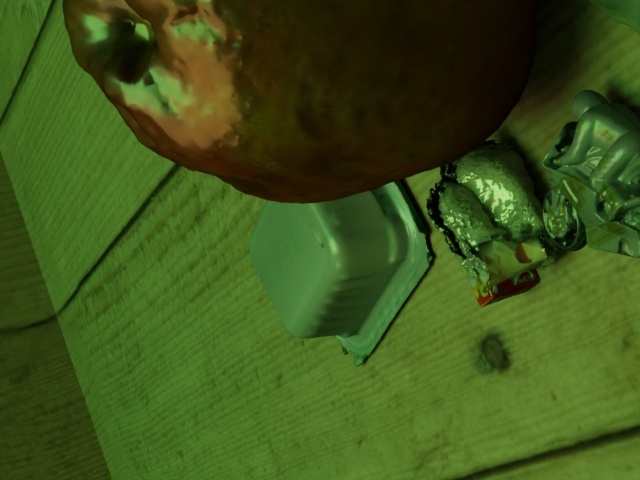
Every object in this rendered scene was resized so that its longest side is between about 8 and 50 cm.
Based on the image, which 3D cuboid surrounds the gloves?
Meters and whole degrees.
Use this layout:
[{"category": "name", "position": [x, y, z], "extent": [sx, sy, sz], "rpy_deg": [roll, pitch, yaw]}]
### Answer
[{"category": "gloves", "position": [0.171, -0.026, 1.364], "extent": [0.070, 0.114, 0.153], "rpy_deg": [60, -172, -75]}]

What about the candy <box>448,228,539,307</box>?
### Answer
[{"category": "candy", "position": [0.177, 0.004, 1.418], "extent": [0.122, 0.062, 0.038], "rpy_deg": [67, 154, 13]}]

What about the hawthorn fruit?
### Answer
[{"category": "hawthorn fruit", "position": [-0.025, -0.252, 1.260], "extent": [0.472, 0.472, 0.472], "rpy_deg": [40, 138, 49]}]

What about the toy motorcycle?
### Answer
[{"category": "toy motorcycle", "position": [0.266, -0.062, 1.198], "extent": [0.225, 0.073, 0.152], "rpy_deg": [1, 103, 63]}]

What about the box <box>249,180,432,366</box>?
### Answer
[{"category": "box", "position": [0.000, 0.000, 1.715], "extent": [0.264, 0.106, 0.336], "rpy_deg": [63, 151, 23]}]

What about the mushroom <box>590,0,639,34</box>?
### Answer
[{"category": "mushroom", "position": [0.288, -0.191, 1.114], "extent": [0.202, 0.054, 0.059], "rpy_deg": [-137, 45, -54]}]
